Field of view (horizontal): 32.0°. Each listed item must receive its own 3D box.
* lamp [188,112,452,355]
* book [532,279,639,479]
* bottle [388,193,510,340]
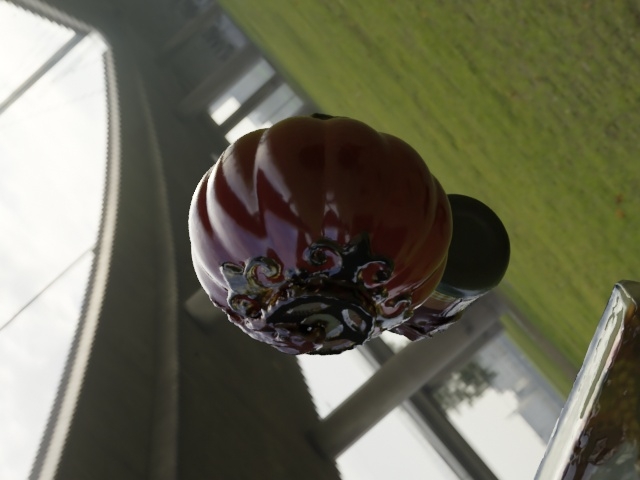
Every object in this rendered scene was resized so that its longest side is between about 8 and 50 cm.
[{"bbox_3d":[0.000,0.000,0.953,0.227,0.227,0.227,48,-177,-4],"label":"lamp"},{"bbox_3d":[0.243,0.226,0.734,0.300,0.428,0.039,5,-154,-23],"label":"book"},{"bbox_3d":[0.132,0.040,1.436,0.143,0.156,0.271,18,157,-8],"label":"bottle"}]
